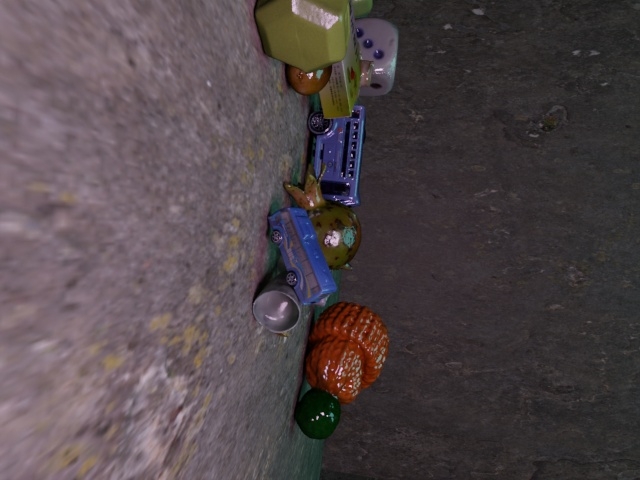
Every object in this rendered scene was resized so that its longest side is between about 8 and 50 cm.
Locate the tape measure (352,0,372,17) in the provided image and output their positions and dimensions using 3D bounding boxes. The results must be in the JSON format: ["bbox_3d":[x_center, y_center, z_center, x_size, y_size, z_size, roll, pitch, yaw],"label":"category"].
[{"bbox_3d":[0.070,-0.633,0.960,0.200,0.106,0.175,-37,119,-83],"label":"tape measure"}]

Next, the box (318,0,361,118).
[{"bbox_3d":[0.026,-0.395,0.773,0.260,0.062,0.175,72,25,-48],"label":"box"}]

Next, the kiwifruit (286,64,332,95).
[{"bbox_3d":[-0.017,-0.284,0.666,0.124,0.075,0.075,-67,162,-56],"label":"kiwifruit"}]

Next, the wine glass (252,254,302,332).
[{"bbox_3d":[-0.054,0.075,0.658,0.155,0.074,0.073,-69,164,-64],"label":"wine glass"}]

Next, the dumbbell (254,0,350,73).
[{"bbox_3d":[-0.003,-0.368,0.535,0.121,0.108,0.301,77,20,-65],"label":"dumbbell"}]

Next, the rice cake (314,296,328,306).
[{"bbox_3d":[0.000,0.000,1.050,0.056,0.073,0.364,-45,141,-77],"label":"rice cake"}]

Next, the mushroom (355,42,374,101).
[{"bbox_3d":[0.068,-0.424,1.022,0.166,0.127,0.166,7,90,-76],"label":"mushroom"}]

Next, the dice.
[{"bbox_3d":[0.161,-0.613,1.359,0.194,0.192,0.193,51,46,-83],"label":"dice"}]

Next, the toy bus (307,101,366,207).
[{"bbox_3d":[0.034,-0.161,0.932,0.125,0.133,0.291,-11,106,-84],"label":"toy bus"}]

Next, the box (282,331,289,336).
[{"bbox_3d":[-0.074,0.142,0.771,0.149,0.020,0.073,77,19,-71],"label":"box"}]

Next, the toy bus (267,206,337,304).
[{"bbox_3d":[-0.029,0.020,0.610,0.051,0.061,0.152,2,62,-56],"label":"toy bus"}]

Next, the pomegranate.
[{"bbox_3d":[0.008,-0.041,0.776,0.156,0.156,0.220,-69,161,-66],"label":"pomegranate"}]

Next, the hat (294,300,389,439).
[{"bbox_3d":[0.028,0.391,1.259,0.400,0.285,0.285,-38,140,-42],"label":"hat"}]
